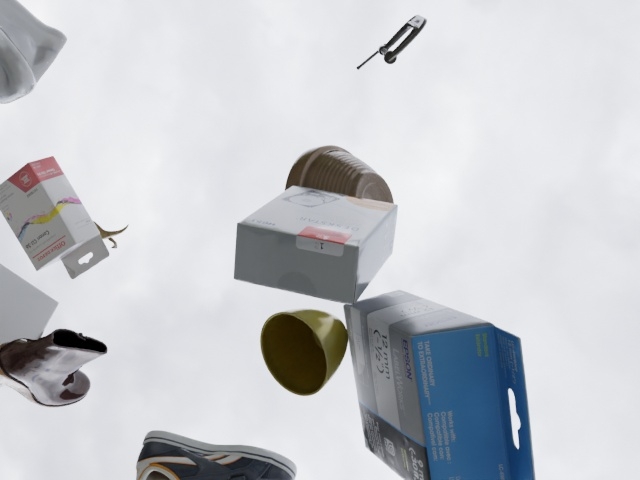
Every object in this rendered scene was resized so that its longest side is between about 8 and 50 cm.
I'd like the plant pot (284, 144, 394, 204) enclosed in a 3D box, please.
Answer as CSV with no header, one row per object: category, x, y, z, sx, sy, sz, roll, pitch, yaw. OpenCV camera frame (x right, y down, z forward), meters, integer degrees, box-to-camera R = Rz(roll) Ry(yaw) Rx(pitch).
plant pot,0.052,-0.055,1.452,0.110,0.237,0.237,-8,-98,39

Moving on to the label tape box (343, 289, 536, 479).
label tape box,0.160,0.227,1.195,0.347,0.115,0.249,-160,-120,-70

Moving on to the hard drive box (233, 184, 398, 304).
hard drive box,0.000,0.000,1.237,0.181,0.232,0.089,11,-70,14

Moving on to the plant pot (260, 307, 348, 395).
plant pot,-0.012,0.159,1.283,0.134,0.095,0.134,15,-66,36

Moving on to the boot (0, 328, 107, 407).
boot,-0.456,0.231,1.499,0.207,0.248,0.090,-20,-119,27

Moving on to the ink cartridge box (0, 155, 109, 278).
ink cartridge box,-0.461,-0.029,1.427,0.115,0.067,0.198,-30,-87,30

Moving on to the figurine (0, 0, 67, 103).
figurine,-0.362,-0.228,0.758,0.215,0.209,0.092,18,-112,48

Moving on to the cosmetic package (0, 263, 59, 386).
cosmetic package,-0.737,0.118,1.652,0.155,0.365,0.197,-30,-152,39

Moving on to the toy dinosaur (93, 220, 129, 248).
toy dinosaur,-0.560,-0.012,2.138,0.183,0.053,0.092,11,-49,33

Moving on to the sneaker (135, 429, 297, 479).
sneaker,-0.212,0.477,1.665,0.126,0.321,0.127,92,8,-47

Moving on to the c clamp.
c clamp,0.127,-0.332,1.424,0.137,0.022,0.161,-44,-165,6
